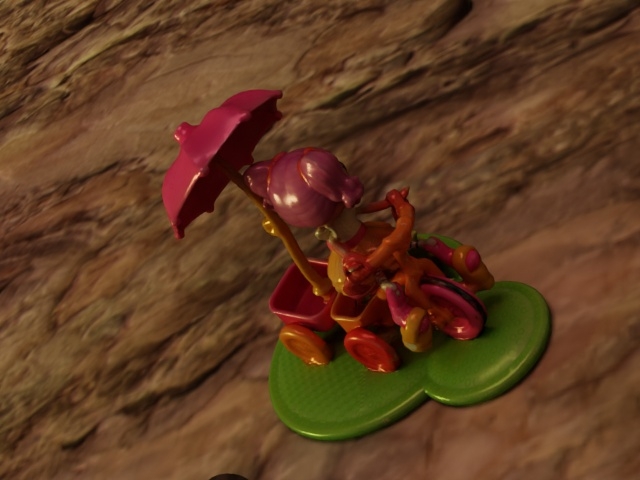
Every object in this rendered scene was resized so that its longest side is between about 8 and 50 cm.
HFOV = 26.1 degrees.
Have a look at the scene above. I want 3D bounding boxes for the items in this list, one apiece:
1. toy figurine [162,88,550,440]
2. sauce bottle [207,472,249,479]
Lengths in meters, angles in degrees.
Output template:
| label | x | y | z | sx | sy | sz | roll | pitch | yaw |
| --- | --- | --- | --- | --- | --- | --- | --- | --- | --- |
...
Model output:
| label | x | y | z | sx | sy | sz | roll | pitch | yaw |
| --- | --- | --- | --- | --- | --- | --- | --- | --- | --- |
| toy figurine | 0.000 | 0.000 | 0.650 | 0.173 | 0.159 | 0.130 | 3 | 53 | 47 |
| sauce bottle | -0.042 | 0.160 | 0.615 | 0.042 | 0.042 | 0.128 | -29 | 32 | 18 |
